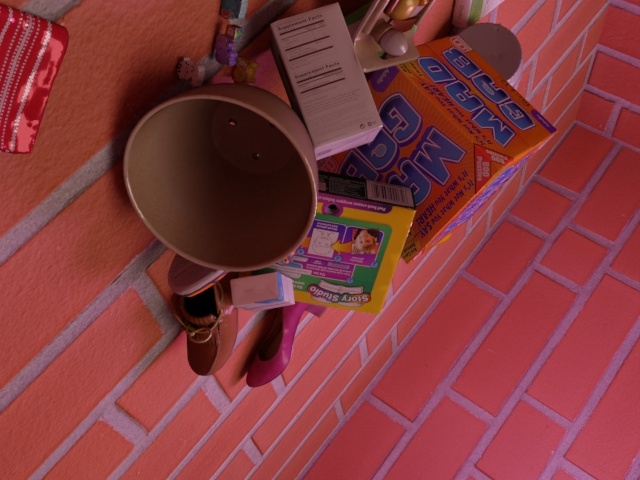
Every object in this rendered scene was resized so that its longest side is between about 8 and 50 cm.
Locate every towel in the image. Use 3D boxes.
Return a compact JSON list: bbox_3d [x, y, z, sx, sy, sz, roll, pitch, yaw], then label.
[{"bbox_3d":[-0.451,-0.208,0.863,0.275,0.031,0.198,0,119,-62],"label":"towel"}]

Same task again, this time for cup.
[{"bbox_3d":[-0.147,-0.147,1.233,0.237,0.331,0.330,-71,176,-54],"label":"cup"}]

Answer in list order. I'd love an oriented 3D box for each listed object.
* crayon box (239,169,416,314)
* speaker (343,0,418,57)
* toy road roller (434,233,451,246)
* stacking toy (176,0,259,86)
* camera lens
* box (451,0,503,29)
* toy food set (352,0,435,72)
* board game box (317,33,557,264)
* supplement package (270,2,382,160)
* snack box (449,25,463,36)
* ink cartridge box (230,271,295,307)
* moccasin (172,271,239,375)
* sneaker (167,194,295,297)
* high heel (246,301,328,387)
[{"bbox_3d":[0.000,0.000,1.595,0.106,0.363,0.313,-89,-168,-54],"label":"crayon box"},{"bbox_3d":[0.092,-0.440,1.504,0.296,0.131,0.131,-41,151,-33],"label":"speaker"},{"bbox_3d":[0.314,-0.123,2.166,0.203,0.241,0.329,-19,136,-55],"label":"toy road roller"},{"bbox_3d":[-0.159,-0.372,1.206,0.167,0.052,0.221,-23,137,-55],"label":"stacking toy"},{"bbox_3d":[0.465,-0.475,2.012,0.219,0.219,0.274,-55,167,-5],"label":"camera lens"},{"bbox_3d":[0.489,-0.767,1.955,0.322,0.059,0.232,-43,151,-33],"label":"box"},{"bbox_3d":[0.208,-0.469,1.354,0.220,0.092,0.306,-27,161,-45],"label":"toy food set"},{"bbox_3d":[0.277,-0.232,1.704,0.356,0.356,0.356,-30,164,-47],"label":"board game box"},{"bbox_3d":[0.006,-0.292,1.304,0.134,0.243,0.139,-19,177,-5],"label":"supplement package"},{"bbox_3d":[0.430,-0.608,2.073,0.178,0.022,0.064,-6,123,-61],"label":"snack box"},{"bbox_3d":[-0.118,0.115,1.510,0.180,0.104,0.060,41,39,-76],"label":"ink cartridge box"},{"bbox_3d":[-0.254,0.146,1.531,0.147,0.139,0.379,-27,141,-48],"label":"moccasin"},{"bbox_3d":[-0.148,0.023,1.401,0.321,0.125,0.180,-43,142,-10],"label":"sneaker"},{"bbox_3d":[-0.140,0.251,1.976,0.181,0.127,0.377,31,98,-34],"label":"high heel"}]
